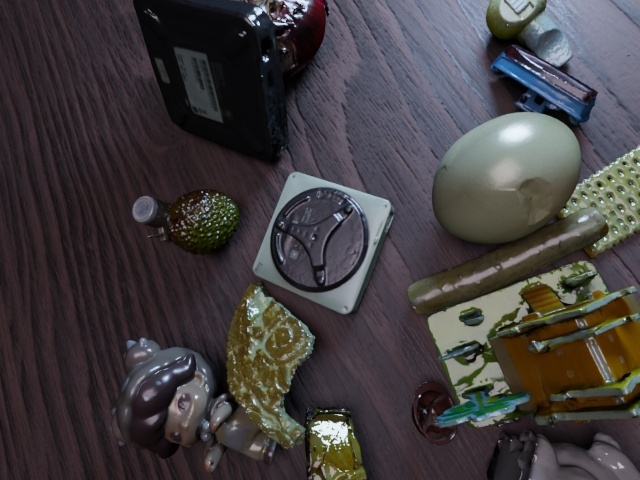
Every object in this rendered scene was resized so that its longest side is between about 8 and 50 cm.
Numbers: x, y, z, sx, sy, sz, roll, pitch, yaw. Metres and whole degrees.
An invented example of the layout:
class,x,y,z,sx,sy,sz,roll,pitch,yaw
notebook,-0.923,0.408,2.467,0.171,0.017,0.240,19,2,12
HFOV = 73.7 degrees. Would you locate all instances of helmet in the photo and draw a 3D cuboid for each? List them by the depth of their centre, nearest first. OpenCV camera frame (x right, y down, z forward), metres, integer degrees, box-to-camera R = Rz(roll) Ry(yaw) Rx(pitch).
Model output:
class,x,y,z,sx,sy,sz,roll,pitch,yaw
helmet,0.209,0.333,0.825,0.089,0.057,0.111,-7,68,-19

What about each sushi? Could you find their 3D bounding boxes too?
class,x,y,z,sx,sy,sz,roll,pitch,yaw
sushi,0.036,0.475,0.828,0.138,0.131,0.292,-1,71,-5

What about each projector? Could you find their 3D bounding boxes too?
class,x,y,z,sx,sy,sz,roll,pitch,yaw
projector,0.000,0.000,0.947,0.258,0.079,0.258,20,88,23

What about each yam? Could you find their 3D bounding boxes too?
class,x,y,z,sx,sy,sz,roll,pitch,yaw
yam,0.345,0.047,0.814,0.371,0.083,0.083,-26,72,16

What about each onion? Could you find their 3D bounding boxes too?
class,x,y,z,sx,sy,sz,roll,pitch,yaw
onion,-0.135,-0.530,1.030,0.313,0.232,0.315,0,88,-4

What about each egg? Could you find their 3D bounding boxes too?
class,x,y,z,sx,sy,sz,roll,pitch,yaw
egg,0.332,-0.110,0.780,0.269,0.219,0.219,-44,70,9

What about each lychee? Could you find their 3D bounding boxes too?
class,x,y,z,sx,sy,sz,roll,pitch,yaw
lychee,-0.273,-0.046,1.014,0.171,0.171,0.172,-4,79,18

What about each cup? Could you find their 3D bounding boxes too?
class,x,y,z,sx,sy,sz,roll,pitch,yaw
cup,-0.427,-0.056,1.093,0.074,0.099,0.102,13,84,21

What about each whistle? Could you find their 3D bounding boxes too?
class,x,y,z,sx,sy,sz,roll,pitch,yaw
whistle,0.431,-0.447,0.885,0.123,0.123,0.223,-42,89,7

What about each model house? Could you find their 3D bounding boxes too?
class,x,y,z,sx,sy,sz,roll,pitch,yaw
model house,0.336,0.173,0.679,0.357,0.312,0.243,-21,71,15

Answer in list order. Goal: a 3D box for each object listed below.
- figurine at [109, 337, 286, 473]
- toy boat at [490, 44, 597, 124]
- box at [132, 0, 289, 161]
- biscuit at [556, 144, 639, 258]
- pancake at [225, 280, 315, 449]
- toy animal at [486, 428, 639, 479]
class,x,y,z,sx,sy,sz,roll,pitch,yaw
figurine,-0.265,0.359,0.919,0.379,0.203,0.249,14,100,7
toy boat,0.436,-0.302,0.857,0.223,0.100,0.097,47,133,25
box,-0.241,-0.363,0.965,0.349,0.360,0.091,21,53,21
biscuit,0.572,-0.081,0.802,0.231,0.016,0.139,-33,70,10
pancake,-0.099,0.238,0.896,0.197,0.054,0.377,-18,57,9
toy animal,0.452,0.445,0.662,0.356,0.194,0.258,21,77,13
